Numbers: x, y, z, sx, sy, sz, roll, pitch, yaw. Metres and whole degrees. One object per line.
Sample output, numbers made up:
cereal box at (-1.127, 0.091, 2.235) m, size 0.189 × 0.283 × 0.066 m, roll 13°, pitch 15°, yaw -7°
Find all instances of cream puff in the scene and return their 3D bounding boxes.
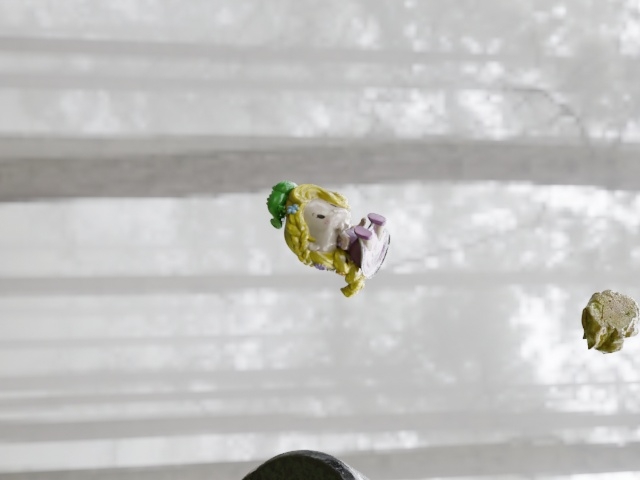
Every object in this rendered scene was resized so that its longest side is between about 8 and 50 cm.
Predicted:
cream puff at (0.346, 0.098, 2.039) m, size 0.058 × 0.083 × 0.083 m, roll 122°, pitch -21°, yaw -54°

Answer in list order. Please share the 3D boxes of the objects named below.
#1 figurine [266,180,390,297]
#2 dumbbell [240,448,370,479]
figurine at (0.000, 0.000, 1.982) m, size 0.156 × 0.095 × 0.115 m, roll 23°, pitch -57°, yaw 21°
dumbbell at (0.034, 0.390, 2.033) m, size 0.203 × 0.322 × 0.204 m, roll -13°, pitch -119°, yaw 25°
